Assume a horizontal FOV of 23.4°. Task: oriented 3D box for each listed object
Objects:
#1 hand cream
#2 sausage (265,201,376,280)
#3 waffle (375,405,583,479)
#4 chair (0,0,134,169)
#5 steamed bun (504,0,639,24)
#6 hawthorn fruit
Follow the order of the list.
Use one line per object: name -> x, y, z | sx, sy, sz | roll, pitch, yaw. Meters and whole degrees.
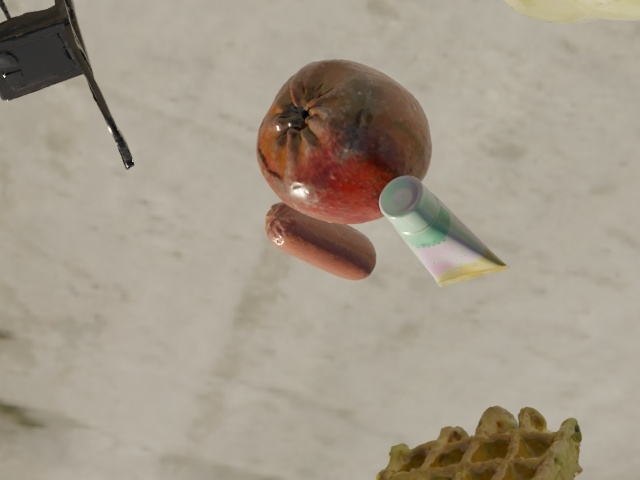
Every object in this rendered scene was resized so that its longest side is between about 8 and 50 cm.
hand cream -> 0.115, -0.002, 1.481 | 0.076, 0.047, 0.174 | -15, 147, 23
sausage -> 0.000, 0.000, 1.804 | 0.154, 0.062, 0.062 | 25, 152, -39
waffle -> 0.109, 0.193, 1.165 | 0.160, 0.211, 0.055 | -13, 111, 28
chair -> -0.270, -0.164, 1.515 | 0.113, 0.229, 0.106 | -19, 155, -1
steamed bun -> 0.172, -0.277, 1.019 | 0.275, 0.320, 0.206 | 24, 149, 2
hawthorn fruit -> 0.027, -0.097, 1.548 | 0.172, 0.173, 0.173 | 5, 160, 2
